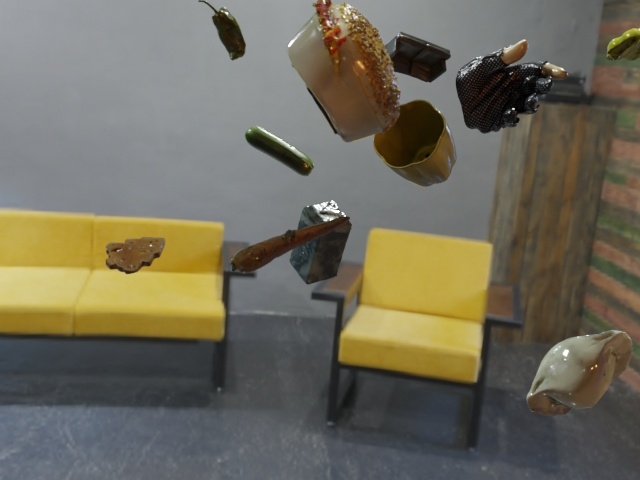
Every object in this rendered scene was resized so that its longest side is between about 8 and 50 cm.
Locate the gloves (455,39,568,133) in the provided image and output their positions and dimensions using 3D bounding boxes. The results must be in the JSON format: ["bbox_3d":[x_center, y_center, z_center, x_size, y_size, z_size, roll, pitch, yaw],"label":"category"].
[{"bbox_3d":[0.324,-0.251,1.342,0.180,0.129,0.106,-6,-7,32],"label":"gloves"}]

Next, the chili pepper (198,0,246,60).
[{"bbox_3d":[-0.286,-0.651,2.465,0.072,0.204,0.073,-21,20,14],"label":"chili pepper"}]

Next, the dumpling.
[{"bbox_3d":[0.554,0.282,1.704,0.179,0.252,0.131,31,18,-35],"label":"dumpling"}]

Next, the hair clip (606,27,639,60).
[{"bbox_3d":[0.557,-0.344,1.382,0.072,0.046,0.173,0,-7,-25],"label":"hair clip"}]

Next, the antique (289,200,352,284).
[{"bbox_3d":[0.000,0.000,1.838,0.086,0.183,0.088,-14,48,-31],"label":"antique"}]

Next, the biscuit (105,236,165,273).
[{"bbox_3d":[-0.369,0.027,1.634,0.129,0.019,0.119,-24,42,-26],"label":"biscuit"}]

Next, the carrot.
[{"bbox_3d":[-0.053,0.002,1.518,0.254,0.049,0.049,-23,22,-21],"label":"carrot"}]

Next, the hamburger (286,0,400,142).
[{"bbox_3d":[0.060,-0.344,1.652,0.179,0.294,0.276,-29,31,11],"label":"hamburger"}]

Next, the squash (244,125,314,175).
[{"bbox_3d":[-0.119,-0.260,2.345,0.228,0.066,0.066,33,17,9],"label":"squash"}]

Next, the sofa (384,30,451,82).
[{"bbox_3d":[0.218,-0.412,1.854,0.147,0.060,0.085,13,-26,-29],"label":"sofa"}]

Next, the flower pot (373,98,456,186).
[{"bbox_3d":[0.258,-0.236,2.088,0.195,0.195,0.179,13,-14,33],"label":"flower pot"}]
